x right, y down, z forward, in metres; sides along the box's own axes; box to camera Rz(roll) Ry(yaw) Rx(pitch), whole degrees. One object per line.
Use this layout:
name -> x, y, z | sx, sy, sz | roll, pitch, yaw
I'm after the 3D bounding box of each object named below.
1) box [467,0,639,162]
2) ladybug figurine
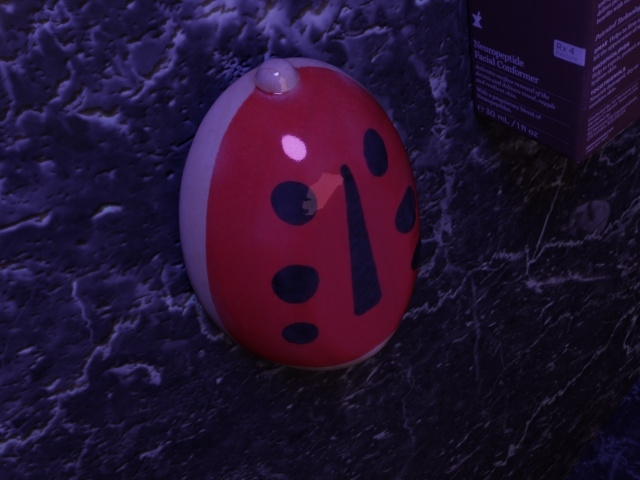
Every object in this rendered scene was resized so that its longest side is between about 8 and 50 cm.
box -> 0.287, -0.300, 0.799 | 0.143, 0.191, 0.381 | -34, 137, -18
ladybug figurine -> 0.000, 0.000, 0.785 | 0.305, 0.162, 0.449 | -35, 137, -17
